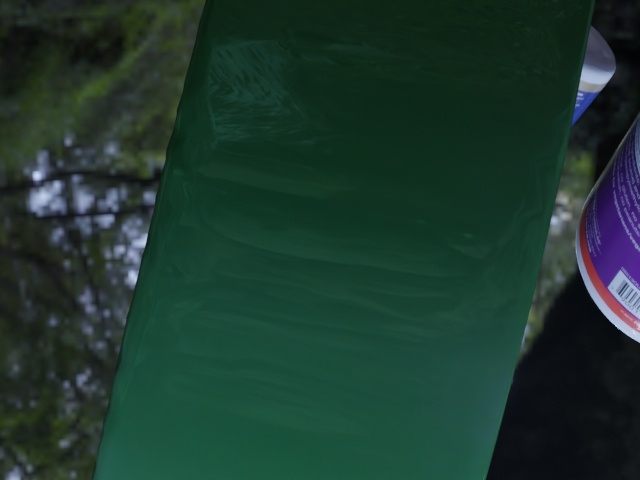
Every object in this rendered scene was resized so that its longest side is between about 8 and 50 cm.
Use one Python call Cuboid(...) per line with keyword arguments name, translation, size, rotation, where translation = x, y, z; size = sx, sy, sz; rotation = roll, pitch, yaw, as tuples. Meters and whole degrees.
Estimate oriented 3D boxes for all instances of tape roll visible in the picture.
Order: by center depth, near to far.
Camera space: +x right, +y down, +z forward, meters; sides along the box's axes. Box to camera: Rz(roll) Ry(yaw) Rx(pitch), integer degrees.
Cuboid(name="tape roll", translation=(0.000, 0.000, 0.473), size=(0.077, 0.321, 0.321), rotation=(14, -151, -2))

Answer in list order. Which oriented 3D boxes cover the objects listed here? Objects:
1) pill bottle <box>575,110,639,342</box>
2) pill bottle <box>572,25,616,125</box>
Cuboid(name="pill bottle", translation=(0.314, -0.050, 1.253), size=(0.182, 0.323, 0.181), rotation=(4, -117, -7))
Cuboid(name="pill bottle", translation=(0.124, -0.088, 1.204), size=(0.094, 0.169, 0.094), rotation=(27, -150, -17))
